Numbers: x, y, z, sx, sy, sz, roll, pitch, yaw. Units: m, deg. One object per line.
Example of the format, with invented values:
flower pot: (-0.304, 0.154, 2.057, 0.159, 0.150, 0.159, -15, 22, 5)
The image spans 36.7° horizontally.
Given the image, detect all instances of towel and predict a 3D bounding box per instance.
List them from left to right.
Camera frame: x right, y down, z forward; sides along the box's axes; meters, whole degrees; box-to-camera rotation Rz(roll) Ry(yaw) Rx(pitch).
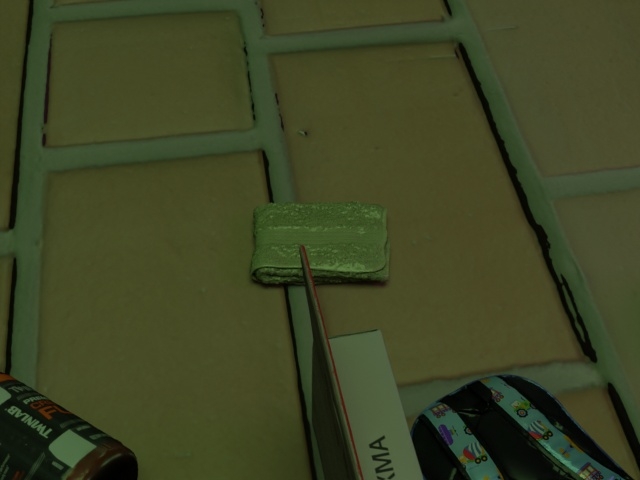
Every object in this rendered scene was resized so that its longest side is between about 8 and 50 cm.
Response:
towel: (0.000, 0.000, 1.024, 0.148, 0.027, 0.110, 0, 48, 0)

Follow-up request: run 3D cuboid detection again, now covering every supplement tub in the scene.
supplement tub: (-0.259, 0.179, 0.817, 0.197, 0.106, 0.106, 25, 54, 20)

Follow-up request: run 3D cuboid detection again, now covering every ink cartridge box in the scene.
ink cartridge box: (0.046, 0.189, 0.706, 0.066, 0.261, 0.296, -9, 50, -7)

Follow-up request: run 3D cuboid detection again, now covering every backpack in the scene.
backpack: (0.155, 0.205, 0.787, 0.158, 0.117, 0.173, -25, 54, -20)
